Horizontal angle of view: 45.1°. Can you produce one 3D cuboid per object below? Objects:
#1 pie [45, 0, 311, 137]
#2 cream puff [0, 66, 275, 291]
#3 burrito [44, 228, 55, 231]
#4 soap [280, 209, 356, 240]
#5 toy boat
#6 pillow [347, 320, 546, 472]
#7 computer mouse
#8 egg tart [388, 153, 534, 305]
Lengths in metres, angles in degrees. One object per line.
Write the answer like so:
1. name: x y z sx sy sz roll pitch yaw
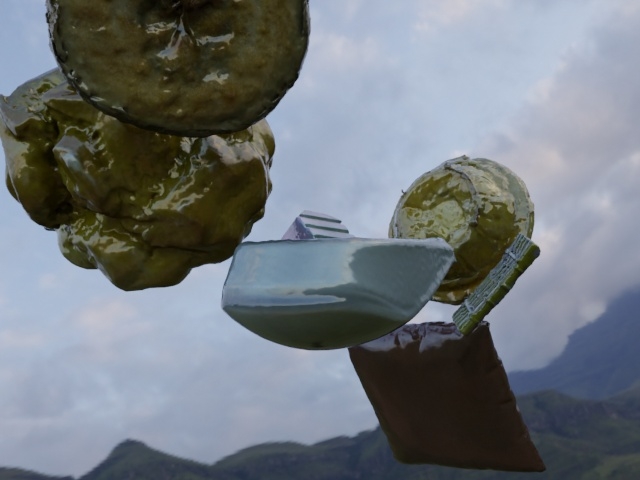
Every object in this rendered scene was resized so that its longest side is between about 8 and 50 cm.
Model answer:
1. pie: -0.137 -0.227 0.773 0.274 0.055 0.274 -7 -65 -16
2. cream puff: -0.230 -0.111 0.942 0.291 0.324 0.257 -55 -42 -18
3. burrito: -0.464 -0.051 1.726 0.299 0.105 0.143 10 -39 -2
4. soap: 0.000 0.000 1.271 0.056 0.100 0.149 -49 -26 19
5. toy boat: 0.176 0.044 0.778 0.115 0.016 0.063 -52 4 9
6. pillow: 0.208 0.270 1.349 0.305 0.307 0.108 -10 21 40
7. computer mouse: 0.017 0.033 0.567 0.128 0.079 0.231 0 3 28
8. egg tart: 0.227 -0.026 1.341 0.290 0.290 0.115 -33 -37 27
